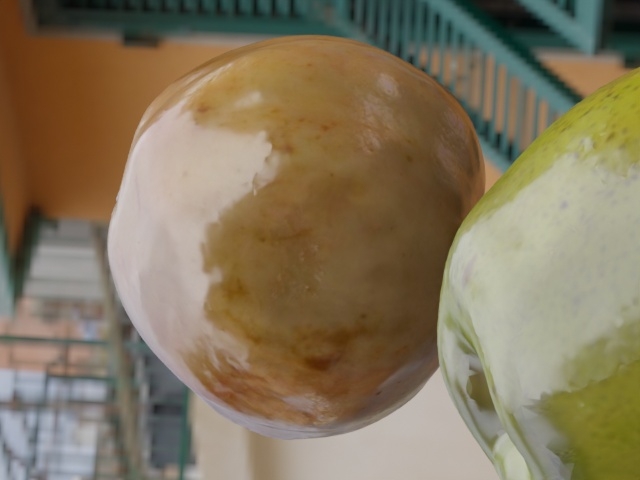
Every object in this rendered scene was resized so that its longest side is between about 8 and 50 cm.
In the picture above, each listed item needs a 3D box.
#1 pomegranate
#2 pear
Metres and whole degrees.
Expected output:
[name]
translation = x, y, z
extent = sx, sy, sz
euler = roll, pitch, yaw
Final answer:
[pomegranate]
translation = 0.000, 0.000, 1.873
extent = 0.411, 0.412, 0.411
euler = 3, -90, -85
[pear]
translation = 0.141, 0.027, 0.661
extent = 0.198, 0.198, 0.198
euler = 3, -90, -85
